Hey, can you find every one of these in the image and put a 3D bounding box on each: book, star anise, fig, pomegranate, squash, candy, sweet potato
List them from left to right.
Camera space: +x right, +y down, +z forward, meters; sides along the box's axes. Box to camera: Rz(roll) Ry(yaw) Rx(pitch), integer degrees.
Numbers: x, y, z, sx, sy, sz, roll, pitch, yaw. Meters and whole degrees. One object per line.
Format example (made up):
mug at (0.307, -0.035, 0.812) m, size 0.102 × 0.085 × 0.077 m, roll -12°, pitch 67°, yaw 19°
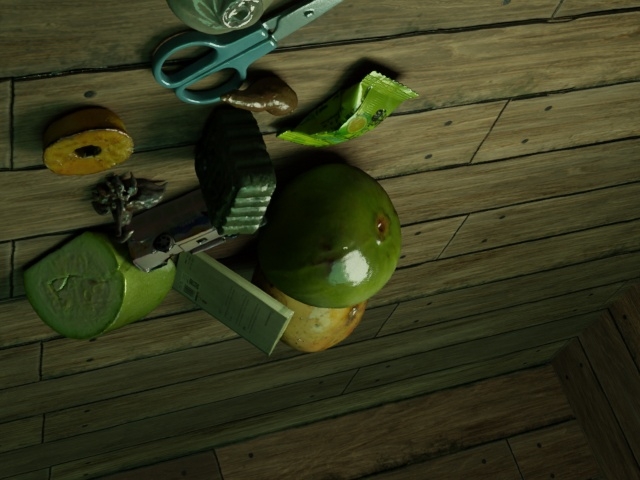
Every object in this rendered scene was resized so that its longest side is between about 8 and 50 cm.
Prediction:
squash at (-0.435, 0.077, 2.220) m, size 0.233 × 0.210 × 0.309 m, roll -32°, pitch -178°, yaw 20°
star anise at (-0.337, -0.034, 1.891) m, size 0.148 × 0.227 × 0.219 m, roll -9°, pitch 143°, yaw -10°
book at (-0.204, 0.133, 2.315) m, size 0.025 × 0.282 × 0.215 m, roll -53°, pitch 176°, yaw -33°
sweet potato at (-0.094, -0.249, 1.782) m, size 0.068 × 0.068 × 0.226 m, roll -34°, pitch 165°, yaw 27°
pomegranate at (-0.025, 0.116, 2.388) m, size 0.281 × 0.281 × 0.281 m, roll -17°, pitch 156°, yaw -8°
fig at (0.000, 0.000, 2.142) m, size 0.316 × 0.316 × 0.316 m, roll -17°, pitch 156°, yaw -8°
candy at (0.048, -0.231, 1.945) m, size 0.246 × 0.069 × 0.149 m, roll -33°, pitch 156°, yaw 27°

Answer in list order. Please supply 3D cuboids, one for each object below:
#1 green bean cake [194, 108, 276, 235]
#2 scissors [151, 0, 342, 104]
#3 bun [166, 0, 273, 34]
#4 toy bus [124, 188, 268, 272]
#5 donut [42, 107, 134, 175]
green bean cake at (-0.154, -0.124, 1.870) m, size 0.094 × 0.183 × 0.185 m, roll -5°, pitch 152°, yaw -25°
scissors at (-0.056, -0.347, 1.664) m, size 0.447 × 0.029 × 0.192 m, roll -26°, pitch 156°, yaw 13°
bun at (-0.135, -0.358, 1.472) m, size 0.172 × 0.120 × 0.173 m, roll -17°, pitch 153°, yaw -9°
toy bus at (-0.248, -0.034, 2.067) m, size 0.274 × 0.112 × 0.090 m, roll -22°, pitch 156°, yaw 4°
donut at (-0.392, -0.166, 1.746) m, size 0.151 × 0.058 × 0.152 m, roll -16°, pitch 155°, yaw -8°
